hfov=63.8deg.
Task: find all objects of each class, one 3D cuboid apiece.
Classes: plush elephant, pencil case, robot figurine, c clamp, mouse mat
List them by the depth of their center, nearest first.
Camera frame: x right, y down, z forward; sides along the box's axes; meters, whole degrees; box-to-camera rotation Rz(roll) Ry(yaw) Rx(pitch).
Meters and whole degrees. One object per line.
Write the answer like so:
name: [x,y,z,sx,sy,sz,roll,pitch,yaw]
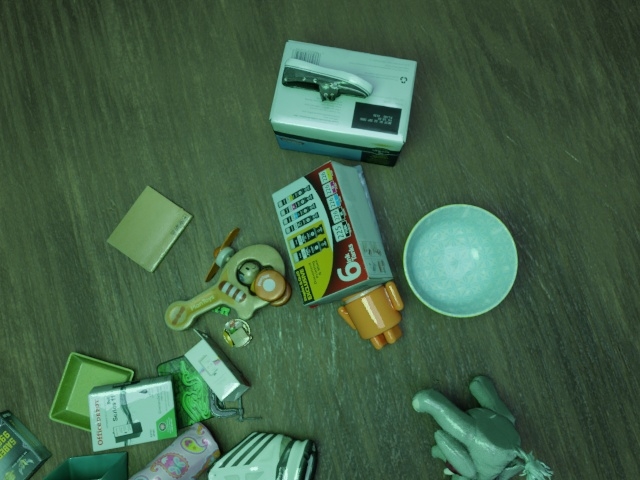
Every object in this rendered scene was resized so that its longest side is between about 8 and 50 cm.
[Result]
plush elephant: [0.382,0.540,1.284,0.330,0.272,0.255,45,127,37]
pencil case: [-0.391,0.590,1.296,0.284,0.124,0.124,-35,82,-30]
robot figurine: [0.133,0.179,1.379,0.128,0.158,0.219,-24,83,-23]
c clamp: [-0.243,0.423,1.413,0.137,0.022,0.160,-11,82,2]
mouse mat: [-0.360,0.412,1.427,0.153,0.007,0.189,-20,83,-1]

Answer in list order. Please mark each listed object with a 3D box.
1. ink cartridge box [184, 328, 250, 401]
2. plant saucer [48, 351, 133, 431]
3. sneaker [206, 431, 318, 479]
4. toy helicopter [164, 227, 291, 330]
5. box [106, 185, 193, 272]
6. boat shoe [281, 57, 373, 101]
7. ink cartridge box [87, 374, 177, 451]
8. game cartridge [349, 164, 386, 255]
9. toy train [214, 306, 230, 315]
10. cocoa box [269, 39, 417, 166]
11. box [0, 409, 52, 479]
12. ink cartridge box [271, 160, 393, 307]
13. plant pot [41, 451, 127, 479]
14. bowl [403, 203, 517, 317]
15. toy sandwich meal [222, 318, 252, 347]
ink cartridge box: [-0.283,0.331,1.364,0.067,0.115,0.198,-42,71,-8]
plant saucer: [-0.622,0.421,1.415,0.189,0.045,0.188,16,83,4]
sneaker: [-0.182,0.709,1.292,0.258,0.169,0.447,6,62,20]
toy helicopter: [-0.266,0.123,1.395,0.355,0.140,0.234,-29,76,-2]
box: [-0.491,-0.034,1.480,0.165,0.021,0.201,34,86,6]
boat shoe: [0.011,-0.375,1.248,0.229,0.080,0.076,20,90,5]
ink cartridge box: [-0.490,0.451,1.351,0.209,0.087,0.152,-7,88,-14]
game cartridge: [0.058,-0.049,1.448,0.198,0.062,0.296,-15,83,4]
toy train: [-0.294,0.190,1.448,0.084,0.017,0.023,18,74,4]
cocoa box: [0.063,-0.359,1.397,0.348,0.228,0.231,10,83,3]
box: [-0.883,0.613,1.395,0.183,0.056,0.231,42,86,7]
ink cartridge box: [0.000,0.000,1.319,0.272,0.130,0.309,-27,73,31]
plant pot: [-0.598,0.701,1.324,0.166,0.166,0.234,-7,89,1]
bowl: [0.357,0.058,1.371,0.290,0.156,0.289,0,83,3]
toy sandwich meal: [-0.233,0.259,1.429,0.086,0.029,0.085,0,83,2]
